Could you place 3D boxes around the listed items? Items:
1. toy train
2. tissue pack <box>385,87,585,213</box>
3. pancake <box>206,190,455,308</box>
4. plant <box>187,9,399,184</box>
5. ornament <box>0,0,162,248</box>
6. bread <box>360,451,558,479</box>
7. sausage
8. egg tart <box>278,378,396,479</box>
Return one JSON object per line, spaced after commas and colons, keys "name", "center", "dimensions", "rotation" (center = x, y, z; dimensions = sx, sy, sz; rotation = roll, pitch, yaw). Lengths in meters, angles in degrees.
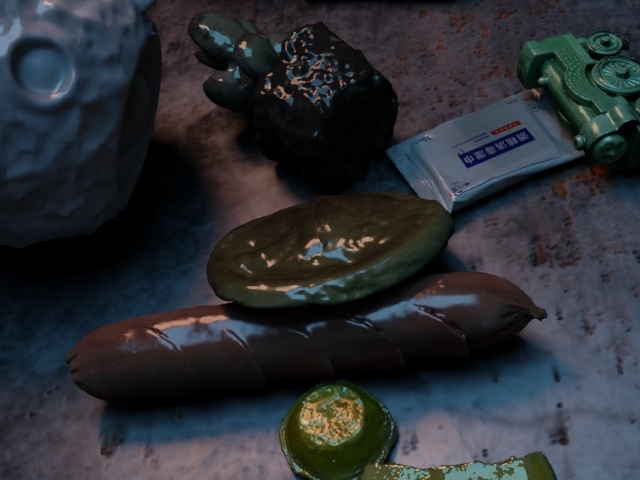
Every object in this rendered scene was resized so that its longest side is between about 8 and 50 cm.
{"name": "toy train", "center": [0.281, -0.145, 0.882], "dimensions": [0.104, 0.071, 0.178], "rotation": [-11, 49, -10]}
{"name": "tissue pack", "center": [0.179, -0.096, 0.912], "dimensions": [0.193, 0.026, 0.123], "rotation": [-24, 47, -6]}
{"name": "pancake", "center": [0.000, 0.000, 0.804], "dimensions": [0.241, 0.050, 0.242], "rotation": [-14, 19, 5]}
{"name": "plant", "center": [-0.041, -0.180, 0.972], "dimensions": [0.149, 0.146, 0.274], "rotation": [-39, 50, -15]}
{"name": "ornament", "center": [-0.331, -0.164, 0.914], "dimensions": [0.336, 0.337, 0.337], "rotation": [-9, 48, 10]}
{"name": "bread", "center": [0.101, 0.215, 0.625], "dimensions": [0.156, 0.086, 0.125], "rotation": [-4, 58, 18]}
{"name": "sausage", "center": [-0.020, 0.085, 0.775], "dimensions": [0.432, 0.088, 0.088], "rotation": [-8, 48, 10]}
{"name": "egg tart", "center": [0.012, 0.157, 0.732], "dimensions": [0.105, 0.039, 0.105], "rotation": [-8, 47, 8]}
